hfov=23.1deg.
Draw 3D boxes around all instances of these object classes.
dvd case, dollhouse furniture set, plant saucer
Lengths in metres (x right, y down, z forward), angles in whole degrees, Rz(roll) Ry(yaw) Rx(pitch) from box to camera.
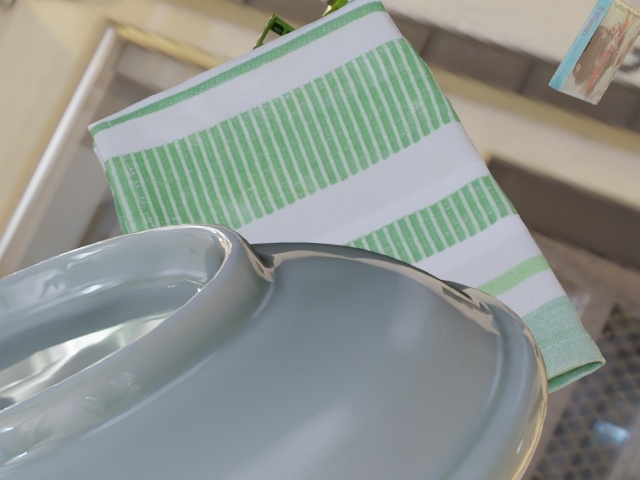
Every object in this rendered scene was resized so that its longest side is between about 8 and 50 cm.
[{"bbox_3d":[0.227,-0.155,1.271,0.013,0.087,0.119,34,12,20],"label":"dvd case"},{"bbox_3d":[-0.002,-0.192,1.356,0.058,0.076,0.152,31,-22,-12],"label":"dollhouse furniture set"},{"bbox_3d":[-0.110,0.081,0.644,0.400,0.400,0.100,19,-48,67],"label":"plant saucer"}]

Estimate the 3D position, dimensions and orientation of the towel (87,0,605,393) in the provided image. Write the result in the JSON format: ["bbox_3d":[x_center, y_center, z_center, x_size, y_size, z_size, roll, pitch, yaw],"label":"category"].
[{"bbox_3d":[0.000,0.000,1.031,0.038,0.248,0.325,68,-4,-59],"label":"towel"}]
